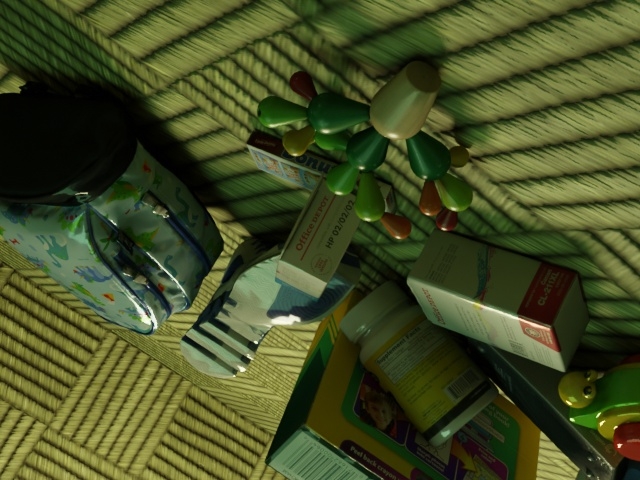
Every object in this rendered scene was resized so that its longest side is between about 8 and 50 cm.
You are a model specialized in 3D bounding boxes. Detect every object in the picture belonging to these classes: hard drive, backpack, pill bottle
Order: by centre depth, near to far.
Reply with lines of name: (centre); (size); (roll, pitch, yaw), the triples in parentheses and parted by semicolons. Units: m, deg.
hard drive: (0.287, 0.199, 1.320); (0.254, 0.054, 0.172); (46, 171, 28)
pill bottle: (0.128, 0.161, 1.397); (0.208, 0.119, 0.119); (49, 166, 13)
backpack: (-0.295, -0.030, 1.458); (0.290, 0.273, 0.355); (9, 167, 33)

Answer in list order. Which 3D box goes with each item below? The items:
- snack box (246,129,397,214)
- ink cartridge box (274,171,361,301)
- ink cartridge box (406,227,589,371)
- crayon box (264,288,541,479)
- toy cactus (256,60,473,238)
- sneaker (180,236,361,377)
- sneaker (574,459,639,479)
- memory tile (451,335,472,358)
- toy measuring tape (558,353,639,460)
snack box: (0.001, -0.072, 1.189); (0.178, 0.022, 0.064); (23, 164, 19)
ink cartridge box: (0.000, 0.000, 1.177); (0.062, 0.104, 0.181); (27, 168, 2)
ink cartridge box: (0.200, 0.066, 1.176); (0.175, 0.072, 0.127); (20, 161, 29)
crayon box: (0.131, 0.281, 1.470); (0.363, 0.313, 0.106); (37, 123, -8)
toy cactus: (0.059, -0.098, 0.944); (0.219, 0.112, 0.180); (33, 144, -4)
sneaker: (-0.074, 0.051, 1.491); (0.127, 0.182, 0.315); (38, 131, -18)
sneaker: (0.413, 0.391, 1.348); (0.130, 0.322, 0.236); (15, 160, -20)
memory tile: (0.254, 0.184, 1.523); (0.148, 0.012, 0.113); (19, 160, 31)
toy measuring tape: (0.426, 0.206, 1.182); (0.330, 0.121, 0.121); (19, 164, -9)
